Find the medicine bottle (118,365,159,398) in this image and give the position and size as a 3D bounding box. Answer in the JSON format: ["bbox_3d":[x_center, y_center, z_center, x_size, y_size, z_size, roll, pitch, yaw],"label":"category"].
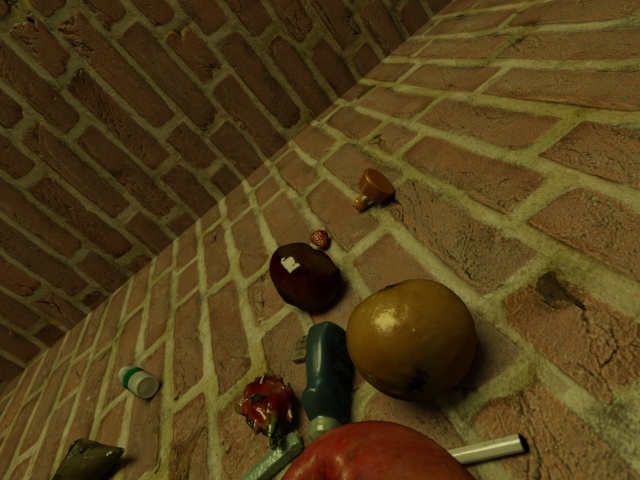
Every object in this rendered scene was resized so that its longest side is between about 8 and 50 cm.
[{"bbox_3d":[-0.728,0.554,1.740,0.260,0.095,0.095,-6,44,49],"label":"medicine bottle"}]

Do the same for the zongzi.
[{"bbox_3d":[-0.772,0.792,1.431,0.289,0.123,0.260,-11,45,39],"label":"zongzi"}]

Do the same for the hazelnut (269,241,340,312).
[{"bbox_3d":[-0.053,0.119,1.400,0.252,0.217,0.217,28,71,37],"label":"hazelnut"}]

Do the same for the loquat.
[{"bbox_3d":[0.185,0.197,0.912,0.263,0.263,0.263,-31,29,20],"label":"loquat"}]

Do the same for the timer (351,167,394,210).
[{"bbox_3d":[0.174,-0.168,1.621,0.152,0.132,0.132,-49,20,34],"label":"timer"}]

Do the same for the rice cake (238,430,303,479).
[{"bbox_3d":[-0.140,0.549,1.044,0.245,0.042,0.045,-41,30,-1],"label":"rice cake"}]

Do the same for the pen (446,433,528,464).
[{"bbox_3d":[0.236,0.393,0.796,0.269,0.033,0.033,-28,31,25],"label":"pen"}]

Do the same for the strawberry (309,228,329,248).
[{"bbox_3d":[0.000,0.000,1.637,0.074,0.073,0.083,-32,52,18],"label":"strawberry"}]

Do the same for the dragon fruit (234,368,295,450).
[{"bbox_3d":[-0.133,0.420,1.095,0.135,0.137,0.236,-53,8,10],"label":"dragon fruit"}]

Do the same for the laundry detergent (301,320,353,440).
[{"bbox_3d":[0.020,0.341,1.040,0.094,0.143,0.289,-21,37,21],"label":"laundry detergent"}]

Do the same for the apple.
[{"bbox_3d":[0.090,0.451,0.591,0.364,0.364,0.363,-31,29,20],"label":"apple"}]

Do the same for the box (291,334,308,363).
[{"bbox_3d":[-0.049,0.316,1.284,0.053,0.024,0.083,-22,35,33],"label":"box"}]
